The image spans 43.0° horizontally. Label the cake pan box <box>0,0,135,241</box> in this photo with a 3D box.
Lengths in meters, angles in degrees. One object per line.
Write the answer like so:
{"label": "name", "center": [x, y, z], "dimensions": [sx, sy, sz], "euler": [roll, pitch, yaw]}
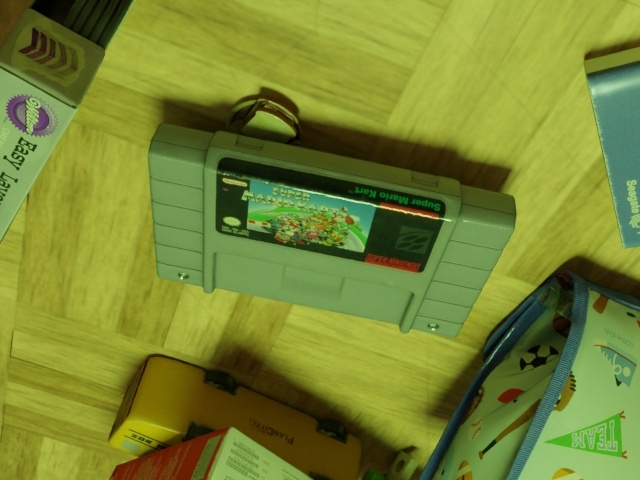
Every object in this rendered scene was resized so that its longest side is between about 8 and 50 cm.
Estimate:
{"label": "cake pan box", "center": [-0.234, -0.119, 0.668], "dimensions": [0.070, 0.246, 0.267], "euler": [27, 132, -21]}

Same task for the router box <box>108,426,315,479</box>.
{"label": "router box", "center": [-0.086, 0.389, 1.075], "dimensions": [0.335, 0.082, 0.301], "euler": [38, 139, -21]}

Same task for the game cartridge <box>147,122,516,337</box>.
{"label": "game cartridge", "center": [0.000, 0.000, 0.848], "dimensions": [0.354, 0.068, 0.230], "euler": [11, 149, 0]}

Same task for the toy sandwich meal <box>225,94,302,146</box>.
{"label": "toy sandwich meal", "center": [-0.055, -0.103, 0.798], "dimensions": [0.085, 0.029, 0.086], "euler": [6, 135, 6]}

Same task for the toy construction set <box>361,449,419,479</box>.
{"label": "toy construction set", "center": [0.193, 0.380, 1.119], "dimensions": [0.237, 0.257, 0.309], "euler": [39, 109, -10]}

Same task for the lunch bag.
{"label": "lunch bag", "center": [0.319, 0.261, 0.920], "dimensions": [0.327, 0.239, 0.386], "euler": [24, 97, -11]}

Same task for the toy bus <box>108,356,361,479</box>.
{"label": "toy bus", "center": [-0.112, 0.281, 1.131], "dimensions": [0.332, 0.108, 0.130], "euler": [26, 133, -15]}

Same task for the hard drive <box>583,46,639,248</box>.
{"label": "hard drive", "center": [0.411, -0.103, 0.701], "dimensions": [0.318, 0.040, 0.210], "euler": [-11, 131, 21]}
